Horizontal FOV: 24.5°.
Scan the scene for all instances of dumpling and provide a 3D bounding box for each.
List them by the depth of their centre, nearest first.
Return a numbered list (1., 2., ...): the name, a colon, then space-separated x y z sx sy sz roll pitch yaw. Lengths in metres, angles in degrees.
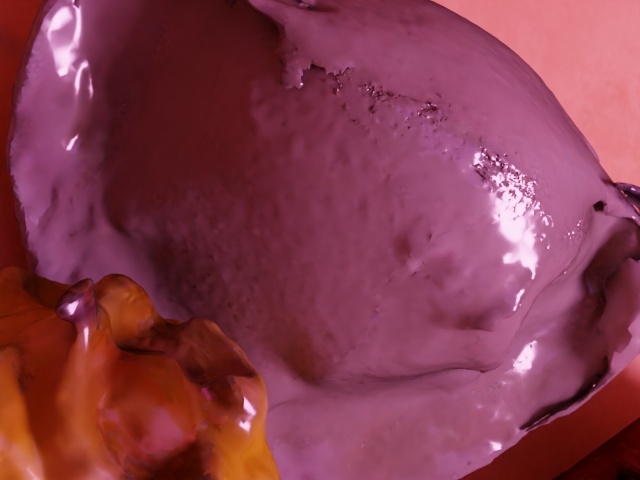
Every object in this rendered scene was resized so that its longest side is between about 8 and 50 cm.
1. dumpling: 0.004 -0.015 0.623 0.293 0.204 0.163 27 39 -18

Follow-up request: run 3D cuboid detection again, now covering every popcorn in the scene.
1. popcorn: -0.086 0.084 0.530 0.167 0.152 0.148 12 48 -23

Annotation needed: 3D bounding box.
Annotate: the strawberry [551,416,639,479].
1. strawberry: 0.226 0.202 0.729 0.274 0.220 0.274 0 91 -41
